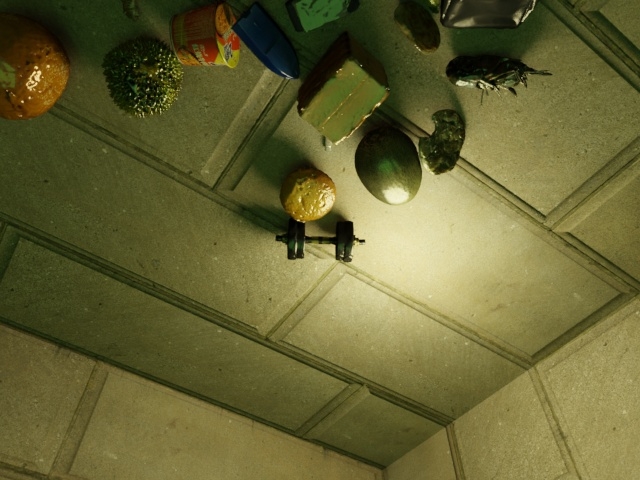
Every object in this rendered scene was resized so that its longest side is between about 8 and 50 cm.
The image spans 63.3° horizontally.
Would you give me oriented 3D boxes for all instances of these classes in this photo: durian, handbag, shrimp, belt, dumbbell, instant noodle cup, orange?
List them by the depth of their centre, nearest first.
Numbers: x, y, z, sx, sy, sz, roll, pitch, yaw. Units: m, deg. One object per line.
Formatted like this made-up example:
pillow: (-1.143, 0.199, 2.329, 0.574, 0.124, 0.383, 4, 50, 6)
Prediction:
handbag: (0.538, -0.808, 1.647, 0.302, 0.275, 0.178, 0, 83, 2)
belt: (0.003, -0.771, 1.673, 0.230, 0.139, 0.126, -15, 127, 14)
orange: (-1.016, -0.575, 1.709, 0.293, 0.340, 0.340, 28, 123, -6)
instant noodle cup: (-0.385, -0.674, 1.720, 0.174, 0.213, 0.213, -2, 128, 12)
durian: (-0.616, -0.556, 1.783, 0.291, 0.224, 0.291, 0, 121, 0)
shrimp: (0.625, -0.572, 1.845, 0.372, 0.137, 0.172, 13, 163, 0)
dumbbell: (0.000, 0.000, 2.234, 0.388, 0.185, 0.185, 2, 127, -1)

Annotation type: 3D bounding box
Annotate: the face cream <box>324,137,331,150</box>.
face cream: (0.032, -0.404, 2.028, 0.038, 0.020, 0.115, 3, 124, -1)

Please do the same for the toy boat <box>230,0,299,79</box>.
toy boat: (-0.170, -0.665, 1.787, 0.129, 0.088, 0.295, -49, 127, -1)

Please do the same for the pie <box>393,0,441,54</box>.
pie: (0.318, -0.702, 1.721, 0.193, 0.163, 0.079, 40, 137, -19)

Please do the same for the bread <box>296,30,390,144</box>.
bread: (0.074, -0.520, 1.780, 0.207, 0.279, 0.279, 32, 118, -23)

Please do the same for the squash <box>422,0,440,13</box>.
squash: (0.338, -0.827, 1.678, 0.094, 0.094, 0.224, -27, 131, 19)

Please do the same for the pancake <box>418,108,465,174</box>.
pancake: (0.463, -0.369, 1.972, 0.253, 0.037, 0.253, -15, 116, -33)

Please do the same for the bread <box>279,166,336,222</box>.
bread: (-0.049, -0.197, 2.111, 0.240, 0.139, 0.240, 0, 127, 0)

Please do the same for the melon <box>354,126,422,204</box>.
melon: (0.263, -0.278, 1.982, 0.248, 0.248, 0.329, -19, 130, 14)

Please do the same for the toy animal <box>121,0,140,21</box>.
toy animal: (-0.626, -0.836, 1.676, 0.099, 0.057, 0.241, -10, 127, 8)
